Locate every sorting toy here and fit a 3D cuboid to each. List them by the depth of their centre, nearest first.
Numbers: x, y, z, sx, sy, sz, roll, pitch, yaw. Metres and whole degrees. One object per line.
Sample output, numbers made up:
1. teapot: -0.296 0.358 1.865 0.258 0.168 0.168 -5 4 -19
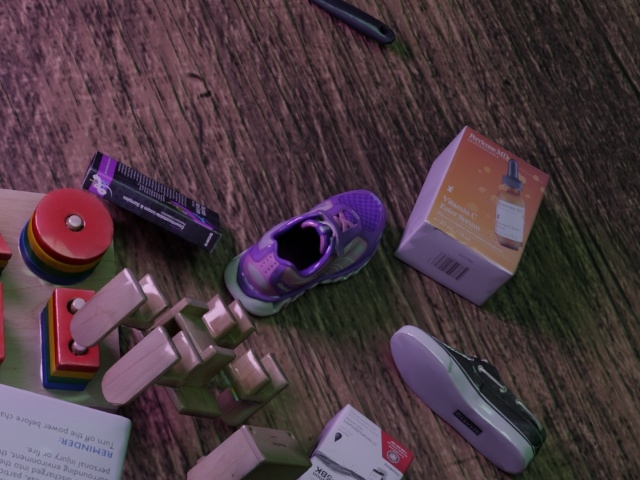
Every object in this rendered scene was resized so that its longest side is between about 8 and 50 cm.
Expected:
1. sorting toy: -0.332 0.043 1.842 0.257 0.089 0.255 6 59 -23

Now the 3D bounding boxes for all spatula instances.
1. spatula: -0.028 -0.340 2.263 0.296 0.030 0.084 34 50 -4

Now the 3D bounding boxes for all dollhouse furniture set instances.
1. dollhouse furniture set: -0.147 0.178 1.806 0.212 0.161 0.242 19 34 -58

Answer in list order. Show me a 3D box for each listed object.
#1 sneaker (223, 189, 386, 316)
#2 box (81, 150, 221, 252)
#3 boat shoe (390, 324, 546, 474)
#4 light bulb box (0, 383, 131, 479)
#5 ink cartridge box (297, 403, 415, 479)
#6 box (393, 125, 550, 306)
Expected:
1. sneaker: 0.000 0.000 2.026 0.236 0.104 0.095 -31 77 -38
2. box: -0.188 -0.044 1.963 0.162 0.029 0.116 26 9 -9
3. boat shoe: 0.172 0.174 2.030 0.219 0.078 0.070 47 53 -5
4. light bulb box: -0.338 0.350 1.485 0.225 0.358 0.361 16 56 -15
5. ink cartridge box: 0.027 0.264 1.910 0.099 0.056 0.135 37 51 -3
6. box: 0.187 -0.030 2.146 0.130 0.091 0.170 30 53 -7
